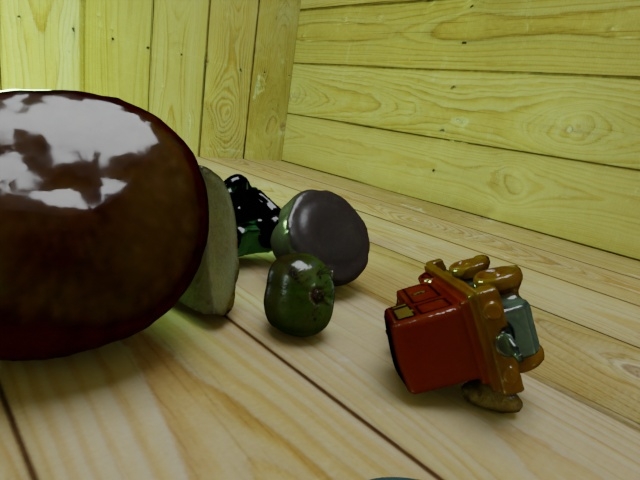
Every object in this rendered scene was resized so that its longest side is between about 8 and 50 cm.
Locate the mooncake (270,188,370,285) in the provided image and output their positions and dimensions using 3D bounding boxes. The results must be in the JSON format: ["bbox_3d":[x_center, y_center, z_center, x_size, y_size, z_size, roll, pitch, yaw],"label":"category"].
[{"bbox_3d":[0.000,0.000,1.050,0.245,0.245,0.133,-1,-18,-31],"label":"mooncake"}]

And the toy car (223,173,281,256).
[{"bbox_3d":[-0.219,-0.037,1.146,0.213,0.176,0.358,42,39,24],"label":"toy car"}]

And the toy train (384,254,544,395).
[{"bbox_3d":[0.222,0.136,0.749,0.231,0.163,0.369,-15,5,2],"label":"toy train"}]

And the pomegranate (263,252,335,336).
[{"bbox_3d":[-0.030,0.102,0.842,0.131,0.152,0.191,7,-6,15],"label":"pomegranate"}]

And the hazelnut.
[{"bbox_3d":[-0.372,-0.011,0.648,0.429,0.402,0.402,-25,34,-37],"label":"hazelnut"}]

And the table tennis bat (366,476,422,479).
[{"bbox_3d":[0.143,0.311,0.365,0.329,0.044,0.215,16,16,32],"label":"table tennis bat"}]

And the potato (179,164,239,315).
[{"bbox_3d":[-0.232,-0.015,0.873,0.269,0.255,0.112,19,6,31],"label":"potato"}]

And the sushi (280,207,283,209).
[{"bbox_3d":[-0.096,-0.074,1.459,0.272,0.109,0.134,3,16,-17],"label":"sushi"}]

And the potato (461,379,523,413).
[{"bbox_3d":[0.261,0.237,0.680,0.092,0.045,0.046,10,51,13],"label":"potato"}]
